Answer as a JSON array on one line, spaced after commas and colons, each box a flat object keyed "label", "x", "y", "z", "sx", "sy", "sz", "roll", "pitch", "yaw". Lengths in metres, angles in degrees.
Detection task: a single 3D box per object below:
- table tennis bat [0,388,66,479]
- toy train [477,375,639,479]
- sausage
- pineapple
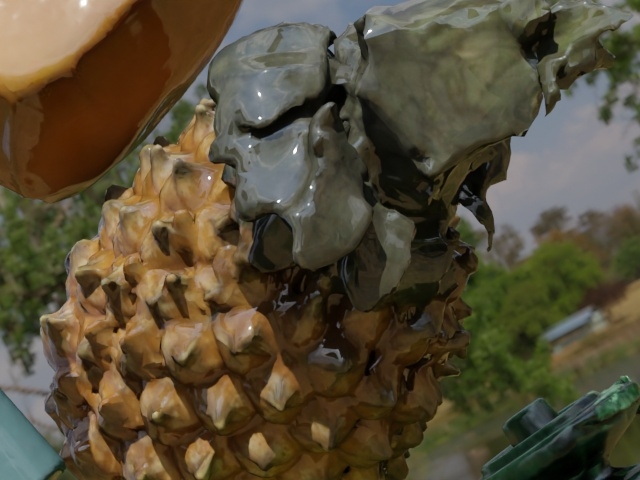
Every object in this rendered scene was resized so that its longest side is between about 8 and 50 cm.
[{"label": "table tennis bat", "x": -0.220, "y": -0.021, "z": 0.491, "sx": 0.044, "sy": 0.329, "sz": 0.215, "roll": -46, "pitch": -6, "yaw": 37}, {"label": "toy train", "x": 0.056, "y": 0.243, "z": 0.704, "sx": 0.272, "sy": 0.179, "sz": 0.442, "roll": -29, "pitch": -13, "yaw": -29}, {"label": "sausage", "x": -0.110, "y": -0.133, "z": 0.686, "sx": 0.241, "sy": 0.120, "sz": 0.136, "roll": -57, "pitch": -10, "yaw": -12}, {"label": "pineapple", "x": -0.002, "y": -0.001, "z": 0.595, "sx": 0.223, "sy": 0.223, "sz": 0.357, "roll": -21, "pitch": -22, "yaw": -35}]
